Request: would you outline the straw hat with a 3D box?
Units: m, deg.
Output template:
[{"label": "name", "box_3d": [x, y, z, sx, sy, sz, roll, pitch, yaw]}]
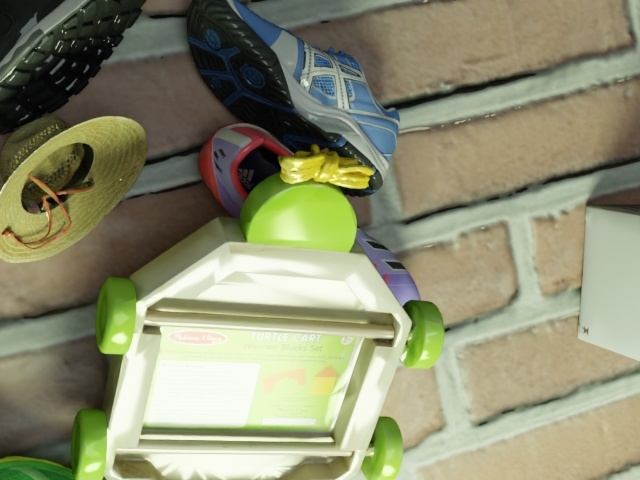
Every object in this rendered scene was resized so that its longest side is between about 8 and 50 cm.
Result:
[{"label": "straw hat", "box_3d": [-0.204, -0.056, 0.775, 0.144, 0.144, 0.061, -39, 69, -12]}]

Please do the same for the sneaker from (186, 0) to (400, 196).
[{"label": "sneaker", "box_3d": [-0.020, -0.128, 0.843, 0.211, 0.080, 0.081, 43, 58, -20]}]

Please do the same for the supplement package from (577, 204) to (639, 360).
[{"label": "supplement package", "box_3d": [0.385, 0.038, 0.981, 0.244, 0.134, 0.139, -1, 98, -21]}]

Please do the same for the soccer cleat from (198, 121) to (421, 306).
[{"label": "soccer cleat", "box_3d": [0.000, 0.000, 0.848, 0.083, 0.095, 0.248, -48, 110, -9]}]

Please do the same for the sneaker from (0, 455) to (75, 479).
[{"label": "sneaker", "box_3d": [-0.167, 0.255, 0.796, 0.296, 0.123, 0.109, 32, 82, -29]}]

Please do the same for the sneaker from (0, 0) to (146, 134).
[{"label": "sneaker", "box_3d": [-0.192, -0.207, 0.760, 0.124, 0.107, 0.283, 40, 90, 8]}]

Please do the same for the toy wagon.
[{"label": "toy wagon", "box_3d": [-0.040, 0.078, 0.801, 0.267, 0.068, 0.344, 5, 116, -22]}]
